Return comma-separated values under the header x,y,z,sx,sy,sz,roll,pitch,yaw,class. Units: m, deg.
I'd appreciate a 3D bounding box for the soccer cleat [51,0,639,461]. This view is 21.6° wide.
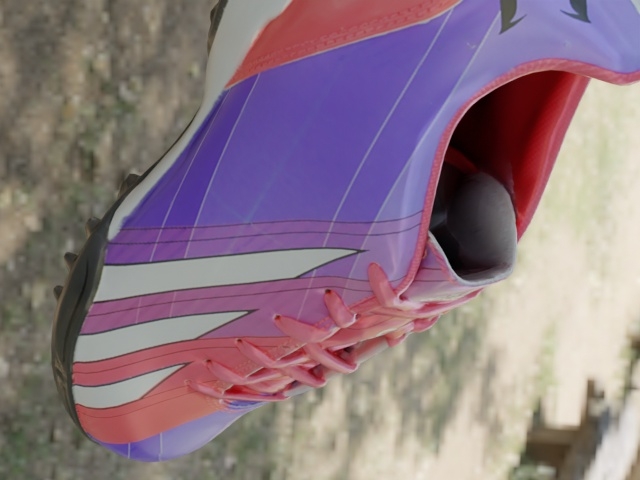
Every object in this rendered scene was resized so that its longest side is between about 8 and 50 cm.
x,y,z,sx,sy,sz,roll,pitch,yaw,class
0.000,0.000,0.555,0.108,0.116,0.318,-24,156,-42,soccer cleat
